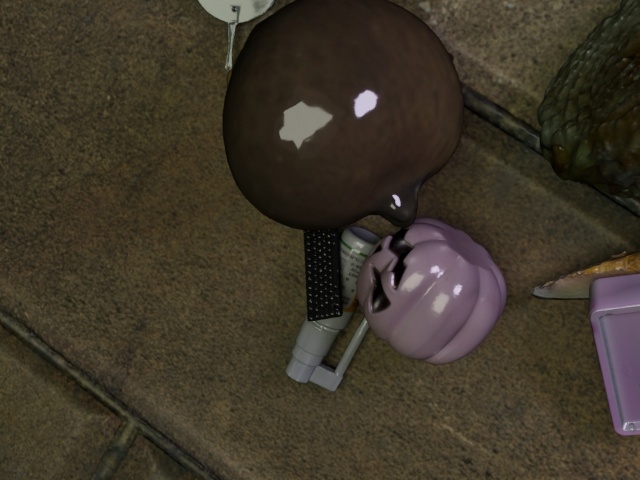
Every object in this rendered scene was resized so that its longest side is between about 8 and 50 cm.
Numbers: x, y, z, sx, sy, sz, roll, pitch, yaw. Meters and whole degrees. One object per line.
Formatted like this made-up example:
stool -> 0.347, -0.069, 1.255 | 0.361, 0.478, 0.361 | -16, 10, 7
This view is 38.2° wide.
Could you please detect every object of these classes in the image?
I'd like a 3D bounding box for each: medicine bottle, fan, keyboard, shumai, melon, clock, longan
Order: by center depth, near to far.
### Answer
shumai -> 0.414, -0.124, 0.962 | 0.263, 0.309, 0.304 | 38, 118, -18
clock -> 0.397, 0.129, 1.057 | 0.150, 0.063, 0.197 | -9, 122, 20
longan -> 0.024, -0.146, 1.071 | 0.300, 0.243, 0.300 | -1, 82, 4
melon -> 0.347, 0.041, 1.089 | 0.182, 0.098, 0.054 | -20, 75, 38
keyboard -> 0.000, 0.000, 1.192 | 0.061, 0.013, 0.204 | -15, 73, 44
fan -> -0.113, -0.309, 1.207 | 0.113, 0.005, 0.175 | 6, 102, -2
medicine bottle -> 0.028, 0.094, 1.222 | 0.092, 0.061, 0.220 | 24, 107, -6

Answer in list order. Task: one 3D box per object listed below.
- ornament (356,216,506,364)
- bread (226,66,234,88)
ornament -> 0.129, 0.066, 1.120 | 0.178, 0.177, 0.177 | 3, 100, 18
bread -> -0.079, -0.178, 1.210 | 0.082, 0.056, 0.115 | -11, 91, 17
